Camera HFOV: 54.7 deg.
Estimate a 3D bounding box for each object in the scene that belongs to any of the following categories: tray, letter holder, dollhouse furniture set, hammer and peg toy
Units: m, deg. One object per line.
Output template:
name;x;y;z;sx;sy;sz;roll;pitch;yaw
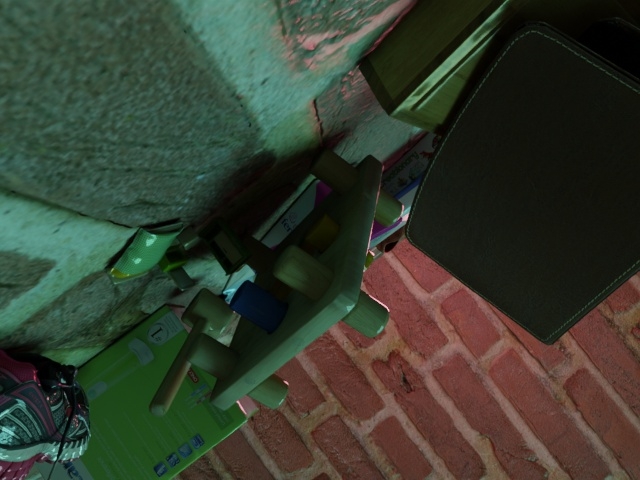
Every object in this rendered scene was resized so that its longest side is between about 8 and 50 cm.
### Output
tray;0.251;-0.173;0.655;0.411;0.076;0.203;8;138;-46
letter holder;0.236;-0.073;0.610;0.152;0.214;0.301;-46;166;-35
dollhouse furniture set;-0.141;0.020;0.643;0.076;0.058;0.152;-42;171;26
hammer and peg toy;-0.057;0.080;0.751;0.361;0.127;0.265;-44;-161;36

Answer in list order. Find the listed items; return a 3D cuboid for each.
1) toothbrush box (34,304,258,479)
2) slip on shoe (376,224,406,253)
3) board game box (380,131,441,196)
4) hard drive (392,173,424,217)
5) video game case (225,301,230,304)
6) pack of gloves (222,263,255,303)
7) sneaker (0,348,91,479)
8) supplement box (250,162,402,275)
toothbrush box;-0.270;0.262;0.927;0.283;0.206;0.122;-37;172;-4
slip on shoe;0.221;-0.061;1.436;0.123;0.101;0.331;-29;175;-38
board game box;0.249;-0.177;1.192;0.193;0.053;0.305;-42;170;37
hard drive;0.119;-0.035;1.125;0.319;0.040;0.210;-37;173;11
video game case;-0.206;0.133;1.091;0.087;0.011;0.122;-30;168;5
pack of gloves;-0.098;0.070;1.142;0.195;0.046;0.232;-33;171;-32
sneaker;-0.304;0.178;0.672;0.299;0.121;0.112;140;-26;-78
supplement box;0.000;0.000;0.933;0.114;0.111;0.220;-27;166;-48
